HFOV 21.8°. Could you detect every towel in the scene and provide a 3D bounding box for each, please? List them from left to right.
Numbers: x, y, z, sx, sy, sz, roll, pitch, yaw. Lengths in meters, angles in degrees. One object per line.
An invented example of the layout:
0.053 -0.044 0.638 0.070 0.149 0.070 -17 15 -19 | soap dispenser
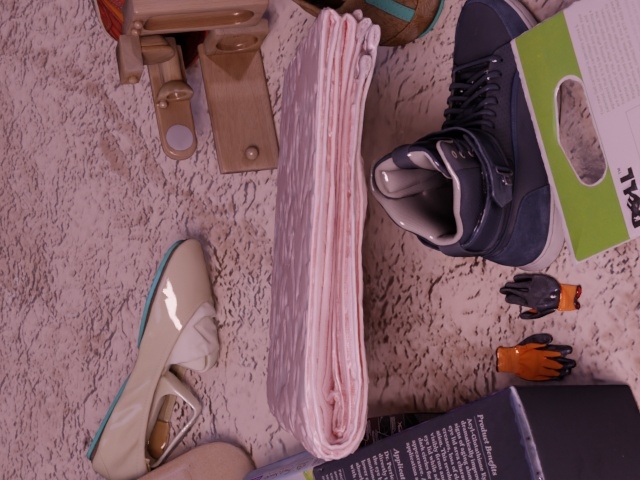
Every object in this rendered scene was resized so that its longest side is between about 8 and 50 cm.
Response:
0.000 0.000 1.299 0.332 0.053 0.317 161 112 -84 | towel

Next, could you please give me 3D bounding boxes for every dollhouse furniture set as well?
-0.095 -0.135 1.418 0.151 0.144 0.123 134 127 -68 | dollhouse furniture set

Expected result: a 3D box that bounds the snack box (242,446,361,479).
0.004 0.221 1.365 0.100 0.037 0.141 51 139 -11 | snack box

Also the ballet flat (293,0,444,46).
-0.042 -0.263 1.431 0.342 0.124 0.116 39 111 37 | ballet flat

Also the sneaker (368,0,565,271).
0.108 -0.093 1.259 0.086 0.163 0.226 -20 73 42 | sneaker

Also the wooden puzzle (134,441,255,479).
-0.161 0.393 1.491 0.348 0.080 0.322 -28 67 15 | wooden puzzle

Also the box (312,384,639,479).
0.124 0.187 1.230 0.207 0.153 0.108 -28 68 37 | box

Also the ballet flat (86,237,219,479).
-0.136 0.120 1.532 0.086 0.086 0.248 37 113 38 | ballet flat

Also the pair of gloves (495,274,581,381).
0.168 0.068 1.293 0.074 0.010 0.083 4 89 43 | pair of gloves

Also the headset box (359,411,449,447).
0.057 0.159 1.353 0.083 0.062 0.032 -13 78 42 | headset box

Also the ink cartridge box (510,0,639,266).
0.275 -0.109 1.151 0.255 0.097 0.189 -27 70 40 | ink cartridge box

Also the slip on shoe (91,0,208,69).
-0.160 -0.245 1.444 0.123 0.331 0.101 -41 71 -9 | slip on shoe
